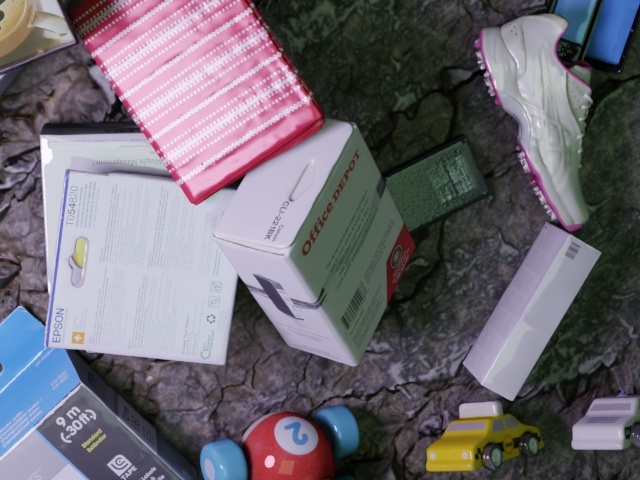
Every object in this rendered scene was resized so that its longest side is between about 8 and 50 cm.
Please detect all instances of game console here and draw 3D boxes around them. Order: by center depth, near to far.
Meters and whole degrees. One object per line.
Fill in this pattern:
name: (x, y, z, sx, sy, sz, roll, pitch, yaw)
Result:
game console: (0.364, -0.298, 1.631, 0.107, 0.071, 0.122, 16, 98, -12)

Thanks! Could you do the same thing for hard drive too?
hard drive: (0.157, -0.075, 1.670, 0.135, 0.022, 0.094, -27, 105, -3)

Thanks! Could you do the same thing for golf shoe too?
golf shoe: (0.317, -0.160, 1.622, 0.140, 0.115, 0.306, -23, 106, 8)

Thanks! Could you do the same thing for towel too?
towel: (-0.142, -0.199, 1.399, 0.199, 0.031, 0.275, -32, 93, 15)

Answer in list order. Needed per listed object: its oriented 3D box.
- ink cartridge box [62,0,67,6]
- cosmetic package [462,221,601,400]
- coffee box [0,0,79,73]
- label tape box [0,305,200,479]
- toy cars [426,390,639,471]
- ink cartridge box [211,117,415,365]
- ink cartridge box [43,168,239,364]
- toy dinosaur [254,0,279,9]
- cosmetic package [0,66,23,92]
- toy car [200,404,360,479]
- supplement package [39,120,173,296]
ink cartridge box: (-0.348, -0.470, 1.458, 0.207, 0.119, 0.353, 20, 97, -12)
cosmetic package: (0.294, 0.097, 1.690, 0.060, 0.099, 0.239, 28, 97, -15)
coffee box: (-0.438, -0.239, 1.335, 0.297, 0.119, 0.168, -23, 101, -5)
label tape box: (-0.366, 0.298, 1.621, 0.249, 0.115, 0.348, -43, 106, 2)
toy cars: (0.329, 0.256, 1.697, 0.393, 0.176, 0.087, -7, 87, -8)
ink cartridge box: (0.000, 0.000, 1.509, 0.197, 0.114, 0.273, -62, 148, -24)
ink cartridge box: (-0.210, 0.031, 1.466, 0.224, 0.045, 0.223, 8, 98, -14)
toy dinosaur: (-0.133, -0.352, 1.493, 0.295, 0.200, 0.127, 18, 115, -7)
cosmetic package: (-0.551, -0.140, 1.478, 0.197, 0.155, 0.365, 38, 94, -11)
toy car: (-0.004, 0.347, 1.591, 0.219, 0.238, 0.210, -12, 104, -30)
supplement package: (-0.254, -0.045, 1.546, 0.194, 0.149, 0.203, -3, 102, -9)
